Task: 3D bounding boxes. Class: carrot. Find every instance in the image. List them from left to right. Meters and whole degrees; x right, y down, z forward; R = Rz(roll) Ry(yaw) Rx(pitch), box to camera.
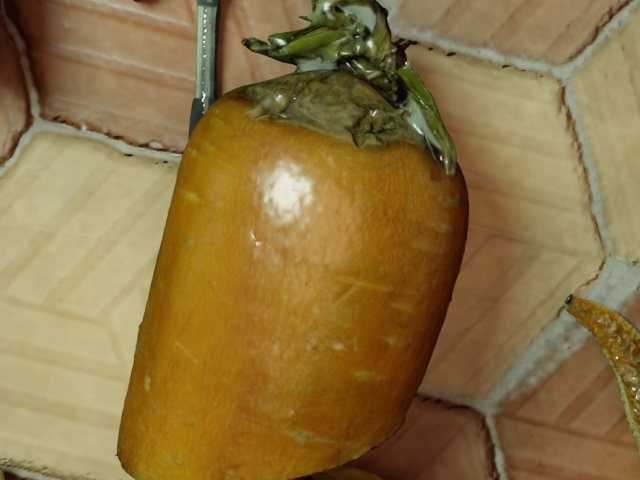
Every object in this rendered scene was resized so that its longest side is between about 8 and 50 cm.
[{"bbox_3d":[0.000,0.000,0.808,0.214,0.193,0.331,9,100,-15],"label":"carrot"}]

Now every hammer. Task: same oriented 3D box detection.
[{"bbox_3d":[-0.087,-0.085,0.881,0.103,0.029,0.246,3,98,-4],"label":"hammer"}]

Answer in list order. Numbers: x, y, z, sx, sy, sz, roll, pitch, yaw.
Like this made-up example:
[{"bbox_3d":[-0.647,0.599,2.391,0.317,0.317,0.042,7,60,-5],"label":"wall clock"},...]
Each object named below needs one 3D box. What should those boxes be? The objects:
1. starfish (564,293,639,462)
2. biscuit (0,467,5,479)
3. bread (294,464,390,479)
[{"bbox_3d":[0.256,0.231,0.913,0.301,0.084,0.293,25,93,-10],"label":"starfish"},{"bbox_3d":[-0.232,0.318,0.909,0.154,0.045,0.299,-29,97,1],"label":"biscuit"},{"bbox_3d":[0.084,0.247,0.854,0.133,0.174,0.251,-27,99,2],"label":"bread"}]
